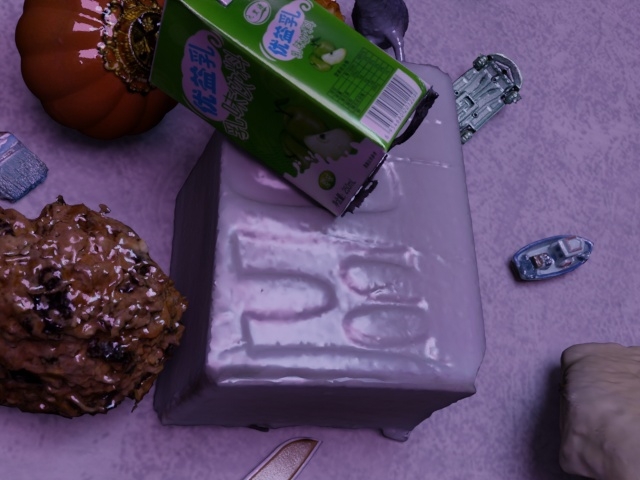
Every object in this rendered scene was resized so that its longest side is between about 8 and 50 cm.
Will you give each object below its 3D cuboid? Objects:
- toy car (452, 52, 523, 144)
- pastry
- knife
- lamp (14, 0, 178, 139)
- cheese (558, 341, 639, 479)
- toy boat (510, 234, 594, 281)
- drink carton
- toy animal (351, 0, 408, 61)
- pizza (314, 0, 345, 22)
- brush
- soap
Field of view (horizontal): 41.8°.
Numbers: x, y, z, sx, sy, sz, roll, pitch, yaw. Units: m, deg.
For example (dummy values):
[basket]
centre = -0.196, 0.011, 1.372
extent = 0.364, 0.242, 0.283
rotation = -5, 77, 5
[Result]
[toy car]
centre = 0.230, -0.209, 1.270
extent = 0.186, 0.058, 0.093
rotation = -41, 86, -17
[pastry]
centre = -0.270, 0.062, 0.878
extent = 0.274, 0.275, 0.193
rotation = 26, 39, -8
[knife]
centre = -0.090, 0.304, 0.954
extent = 0.046, 0.022, 0.256
rotation = 46, 56, 10
[lamp]
centre = -0.259, -0.234, 1.023
extent = 0.223, 0.196, 0.223
rotation = -8, 101, -46
[cheese]
centre = 0.423, 0.227, 1.019
extent = 0.317, 0.326, 0.115
rotation = -10, 109, -36
[toy boat]
centre = 0.341, 0.020, 1.208
extent = 0.139, 0.066, 0.059
rotation = -13, 69, -25
[drink carton]
centre = -0.034, -0.159, 0.863
extent = 0.271, 0.161, 0.108
rotation = 36, 61, -1
[toy animal]
centre = 0.085, -0.300, 1.192
extent = 0.081, 0.367, 0.206
rotation = -9, 102, 15
[pizza]
centre = -0.049, -0.297, 1.067
extent = 0.182, 0.365, 0.074
rotation = 6, 105, -6
[brush]
centre = -0.421, -0.129, 1.023
extent = 0.196, 0.021, 0.070
rotation = 43, 61, 4
[soap]
centre = 0.000, 0.000, 1.012
extent = 0.350, 0.213, 0.436
rotation = 7, 65, -15
